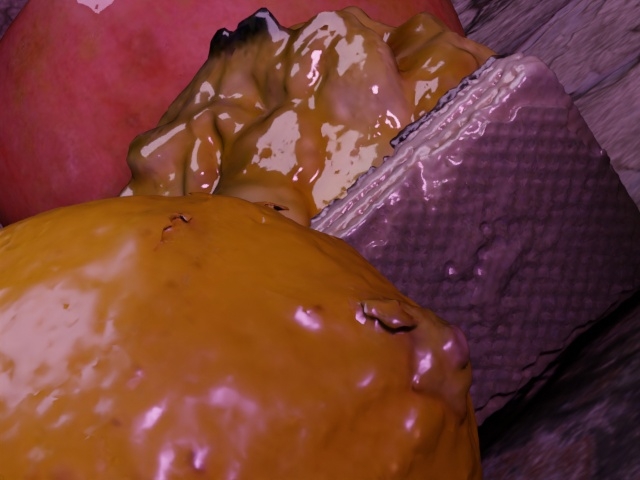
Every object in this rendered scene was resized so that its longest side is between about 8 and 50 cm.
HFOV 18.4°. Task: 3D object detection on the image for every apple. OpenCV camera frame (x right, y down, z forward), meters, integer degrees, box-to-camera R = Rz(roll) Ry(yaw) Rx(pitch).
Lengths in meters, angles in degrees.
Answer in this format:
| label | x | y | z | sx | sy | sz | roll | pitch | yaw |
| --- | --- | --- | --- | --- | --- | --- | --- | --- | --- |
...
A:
| label | x | y | z | sx | sy | sz | roll | pitch | yaw |
| --- | --- | --- | --- | --- | --- | --- | --- | --- | --- |
| apple | -0.059 | -0.094 | 1.408 | 0.364 | 0.364 | 0.364 | -37 | 11 | 8 |

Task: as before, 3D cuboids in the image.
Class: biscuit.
| label | x | y | z | sx | sy | sz | roll | pitch | yaw |
| --- | --- | --- | --- | --- | --- | --- | --- | --- | --- |
| biscuit | 0.044 | 0.036 | 0.970 | 0.252 | 0.150 | 0.052 | -39 | 34 | -7 |

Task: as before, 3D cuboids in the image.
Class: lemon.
| label | x | y | z | sx | sy | sz | roll | pitch | yaw |
| --- | --- | --- | --- | --- | --- | --- | --- | --- | --- |
| lemon | -0.069 | 0.108 | 0.782 | 0.310 | 0.253 | 0.253 | -29 | 14 | 32 |

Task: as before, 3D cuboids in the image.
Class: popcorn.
| label | x | y | z | sx | sy | sz | roll | pitch | yaw |
| --- | --- | --- | --- | --- | --- | --- | --- | --- | --- |
| popcorn | 0.000 | 0.000 | 1.125 | 0.286 | 0.215 | 0.252 | -37 | 43 | 17 |
